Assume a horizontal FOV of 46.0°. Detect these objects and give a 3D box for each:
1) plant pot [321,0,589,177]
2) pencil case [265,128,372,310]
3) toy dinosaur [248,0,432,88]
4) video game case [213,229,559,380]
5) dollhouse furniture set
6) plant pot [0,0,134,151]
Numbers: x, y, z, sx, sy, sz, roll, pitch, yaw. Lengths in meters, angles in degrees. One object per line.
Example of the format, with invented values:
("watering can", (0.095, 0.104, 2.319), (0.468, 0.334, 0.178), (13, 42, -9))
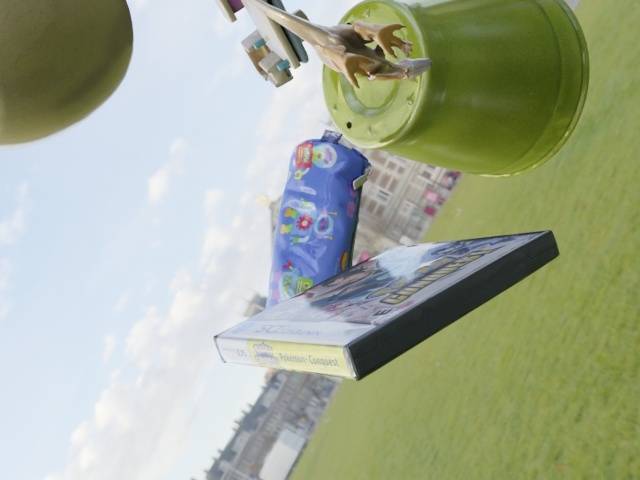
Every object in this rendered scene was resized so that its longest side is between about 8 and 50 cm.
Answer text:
("plant pot", (0.205, -0.278, 1.296), (0.353, 0.366, 0.366), (-10, -45, -41))
("pencil case", (0.000, 0.000, 1.105), (0.119, 0.133, 0.305), (27, -111, -57))
("toy dinosaur", (0.012, -0.173, 0.665), (0.112, 0.212, 0.064), (33, 102, 62))
("video game case", (0.061, 0.059, 0.771), (0.275, 0.035, 0.248), (-25, 9, -32))
("dollhouse furniture set", (-0.033, -0.372, 1.132), (0.198, 0.286, 0.303), (-34, 37, -2))
("plant pot", (-0.371, -0.205, 0.818), (0.190, 0.284, 0.284), (-79, 9, -47))
